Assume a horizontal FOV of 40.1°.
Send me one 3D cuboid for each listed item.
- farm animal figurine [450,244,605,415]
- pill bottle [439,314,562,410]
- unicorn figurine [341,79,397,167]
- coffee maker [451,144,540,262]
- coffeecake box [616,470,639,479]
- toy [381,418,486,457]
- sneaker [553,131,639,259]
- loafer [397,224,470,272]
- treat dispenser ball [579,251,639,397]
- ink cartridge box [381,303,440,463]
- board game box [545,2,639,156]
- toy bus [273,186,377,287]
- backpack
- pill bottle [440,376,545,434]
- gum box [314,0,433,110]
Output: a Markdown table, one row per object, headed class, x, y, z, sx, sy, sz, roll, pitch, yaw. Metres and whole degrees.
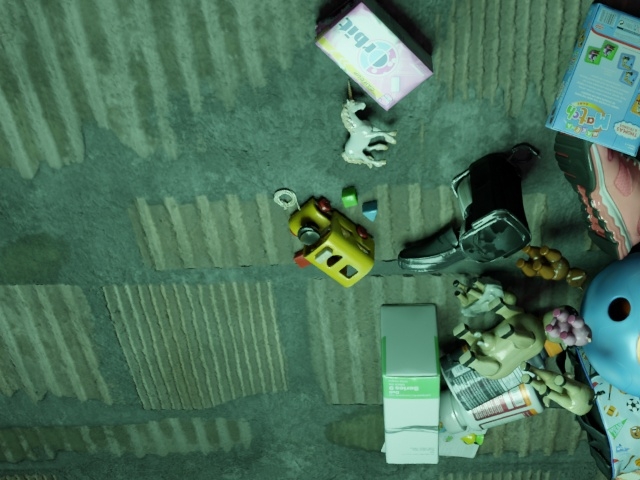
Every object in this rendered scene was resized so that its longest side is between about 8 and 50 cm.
| class | x | y | z | sx | sy | sz | roll | pitch | yaw |
| --- | --- | --- | --- | --- | --- | --- | --- | --- | --- |
| farm animal figurine | 0.406 | 0.192 | 1.668 | 0.172 | 0.330 | 0.326 | 28 | 143 | -31 |
| pill bottle | 0.387 | 0.253 | 1.866 | 0.245 | 0.130 | 0.130 | -30 | 123 | 9 |
| unicorn figurine | 0.079 | -0.192 | 1.579 | 0.111 | 0.060 | 0.162 | 14 | 128 | -8 |
| coffee maker | 0.320 | -0.070 | 1.588 | 0.120 | 0.178 | 0.171 | 20 | 128 | -14 |
| coffeecake box | 0.741 | 0.460 | 2.017 | 0.185 | 0.142 | 0.068 | -37 | 163 | 28 |
| toy | 0.273 | 0.454 | 2.099 | 0.237 | 0.056 | 0.137 | 8 | 126 | -10 |
| sneaker | 0.531 | -0.121 | 1.601 | 0.136 | 0.116 | 0.314 | -32 | 119 | -7 |
| loafer | 0.258 | 0.006 | 1.725 | 0.223 | 0.076 | 0.078 | -13 | 122 | 8 |
| treat dispenser ball | 0.646 | 0.163 | 1.687 | 0.288 | 0.288 | 0.288 | 2 | 129 | 2 |
| ink cartridge box | 0.193 | 0.312 | 1.886 | 0.121 | 0.211 | 0.289 | -2 | 129 | 4 |
| board game box | 0.486 | -0.264 | 1.454 | 0.160 | 0.039 | 0.212 | 17 | 101 | -10 |
| toy bus | 0.012 | 0.003 | 1.714 | 0.202 | 0.104 | 0.191 | -2 | 129 | 4 |
| backpack | 0.640 | 0.363 | 1.867 | 0.213 | 0.263 | 0.277 | -14 | 127 | 16 |
| pill bottle | 0.381 | 0.357 | 1.970 | 0.221 | 0.121 | 0.121 | -21 | 125 | 20 |
| gum box | 0.088 | -0.322 | 1.470 | 0.107 | 0.062 | 0.188 | -37 | 119 | 28 |
